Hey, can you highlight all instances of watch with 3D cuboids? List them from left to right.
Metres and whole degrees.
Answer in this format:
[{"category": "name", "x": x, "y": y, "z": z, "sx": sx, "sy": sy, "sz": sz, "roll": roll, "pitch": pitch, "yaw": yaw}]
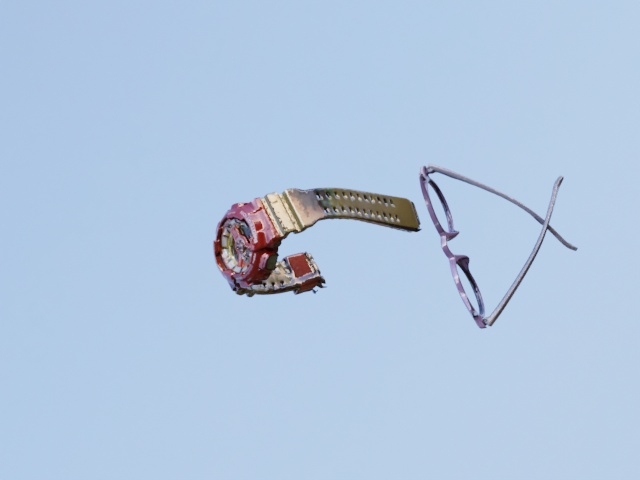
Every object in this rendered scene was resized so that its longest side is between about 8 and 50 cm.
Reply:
[{"category": "watch", "x": -0.008, "y": 0.003, "z": 1.768, "sx": 0.268, "sy": 0.102, "sz": 0.165, "roll": 5, "pitch": -39, "yaw": -48}]

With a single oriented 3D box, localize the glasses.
[{"category": "glasses", "x": 0.146, "y": -0.011, "z": 1.125, "sx": 0.103, "sy": 0.140, "sz": 0.062, "roll": -22, "pitch": -14, "yaw": 17}]
